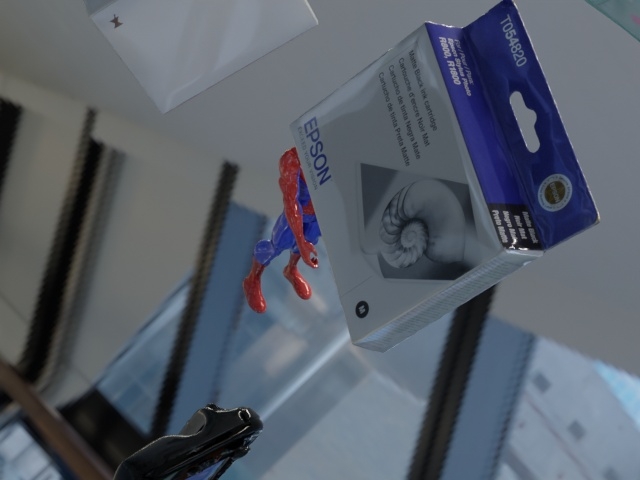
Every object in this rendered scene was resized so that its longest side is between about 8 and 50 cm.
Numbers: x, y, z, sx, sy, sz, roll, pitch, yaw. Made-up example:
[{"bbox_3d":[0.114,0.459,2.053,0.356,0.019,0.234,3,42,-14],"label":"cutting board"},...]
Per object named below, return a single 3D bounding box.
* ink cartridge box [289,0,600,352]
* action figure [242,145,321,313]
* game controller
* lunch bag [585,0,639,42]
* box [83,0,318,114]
[{"bbox_3d":[0.088,-0.057,1.146,0.045,0.224,0.223,17,47,-47],"label":"ink cartridge box"},{"bbox_3d":[0.000,0.000,1.486,0.139,0.091,0.280,56,-31,29],"label":"action figure"},{"bbox_3d":[-0.164,0.255,1.468,0.067,0.166,0.319,51,-30,9],"label":"game controller"},{"bbox_3d":[0.364,-0.262,1.348,0.224,0.108,0.279,33,-18,-9],"label":"lunch bag"},{"bbox_3d":[-0.174,-0.349,1.700,0.168,0.215,0.345,56,7,-44],"label":"box"}]
